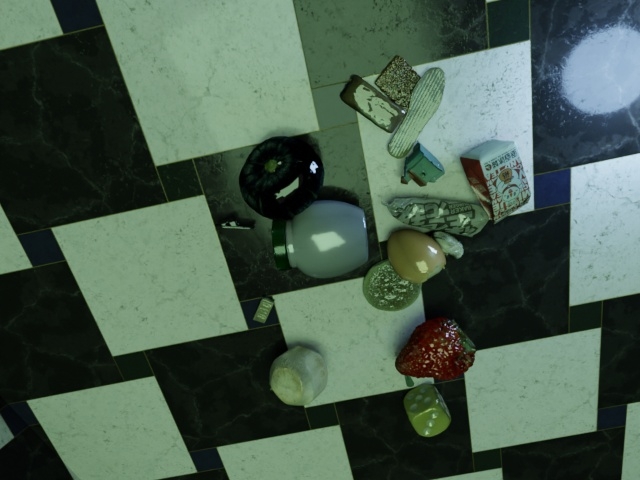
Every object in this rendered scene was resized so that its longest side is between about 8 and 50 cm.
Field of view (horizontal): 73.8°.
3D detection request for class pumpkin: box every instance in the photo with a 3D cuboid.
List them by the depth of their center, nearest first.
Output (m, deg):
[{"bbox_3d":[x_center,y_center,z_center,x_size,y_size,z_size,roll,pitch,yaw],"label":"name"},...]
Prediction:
[{"bbox_3d":[-0.138,-0.220,1.556,0.315,0.238,0.315,-3,78,15],"label":"pumpkin"}]

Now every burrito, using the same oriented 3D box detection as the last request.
[{"bbox_3d":[0.449,-0.103,1.701,0.445,0.101,0.139,6,123,-7],"label":"burrito"}]

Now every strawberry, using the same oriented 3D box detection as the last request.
[{"bbox_3d":[0.475,0.485,1.860,0.351,0.267,0.312,-35,140,29],"label":"strawberry"}]

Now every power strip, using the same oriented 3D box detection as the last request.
[{"bbox_3d":[-0.251,0.307,1.883,0.056,0.032,0.123,22,110,-9],"label":"power strip"}]

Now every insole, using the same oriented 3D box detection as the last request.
[{"bbox_3d":[0.356,-0.464,1.575,0.119,0.009,0.348,23,111,-13],"label":"insole"}]

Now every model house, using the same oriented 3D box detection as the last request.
[{"bbox_3d":[0.373,-0.270,1.633,0.148,0.119,0.148,39,118,-19],"label":"model house"}]

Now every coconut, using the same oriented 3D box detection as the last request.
[{"bbox_3d":[-0.094,0.595,1.904,0.244,0.247,0.245,4,99,25],"label":"coconut"}]

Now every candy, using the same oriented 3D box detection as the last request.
[{"bbox_3d":[0.190,-0.488,1.538,0.234,0.102,0.104,31,108,-15],"label":"candy"}]

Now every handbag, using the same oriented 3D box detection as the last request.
[{"bbox_3d":[0.671,-0.220,1.626,0.171,0.151,0.298,-29,112,-4],"label":"handbag"}]

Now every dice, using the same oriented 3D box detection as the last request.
[{"bbox_3d":[0.508,0.808,2.031,0.169,0.169,0.166,-32,110,11],"label":"dice"}]

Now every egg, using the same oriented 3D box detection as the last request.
[{"bbox_3d":[0.374,0.058,1.709,0.244,0.201,0.201,46,106,8],"label":"egg"}]

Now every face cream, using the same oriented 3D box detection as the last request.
[{"bbox_3d":[0.000,0.000,1.665,0.356,0.219,0.313,-6,112,2],"label":"face cream"}]

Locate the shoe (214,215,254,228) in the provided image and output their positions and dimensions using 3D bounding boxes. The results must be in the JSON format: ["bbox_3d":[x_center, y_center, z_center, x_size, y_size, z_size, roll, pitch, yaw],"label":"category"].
[{"bbox_3d":[-0.343,-0.073,1.715,0.159,0.062,0.053,6,99,-3],"label":"shoe"}]

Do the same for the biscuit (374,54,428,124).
[{"bbox_3d":[0.321,-0.546,1.558,0.237,0.026,0.131,39,107,-14],"label":"biscuit"}]

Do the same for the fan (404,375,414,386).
[{"bbox_3d":[0.406,0.628,2.039,0.038,0.016,0.193,-20,112,9],"label":"fan"}]

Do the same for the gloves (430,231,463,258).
[{"bbox_3d":[0.512,0.009,1.744,0.153,0.114,0.070,33,85,-29],"label":"gloves"}]

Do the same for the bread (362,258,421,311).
[{"bbox_3d":[0.315,0.198,1.850,0.266,0.040,0.267,-1,111,-1],"label":"bread"}]
